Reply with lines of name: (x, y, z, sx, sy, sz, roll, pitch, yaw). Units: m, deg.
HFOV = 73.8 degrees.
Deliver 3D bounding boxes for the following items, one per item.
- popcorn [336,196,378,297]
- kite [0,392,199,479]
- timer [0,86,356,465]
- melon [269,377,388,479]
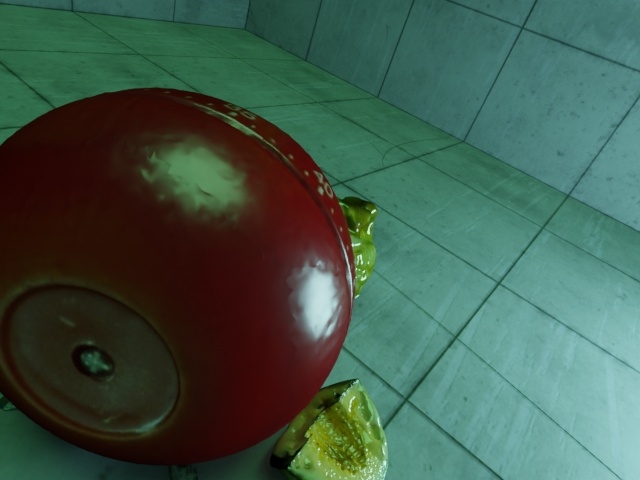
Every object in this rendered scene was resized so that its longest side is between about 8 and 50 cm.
popcorn: (0.000, 0.000, 0.744, 0.237, 0.206, 0.251, 50, 65, -23)
kite: (-0.211, 0.164, 0.592, 0.406, 0.014, 0.368, 0, 38, -28)
timer: (-0.154, 0.042, 0.441, 0.378, 0.377, 0.279, 21, 27, 2)
melon: (0.013, 0.260, 0.524, 0.128, 0.079, 0.160, 48, 38, 9)
